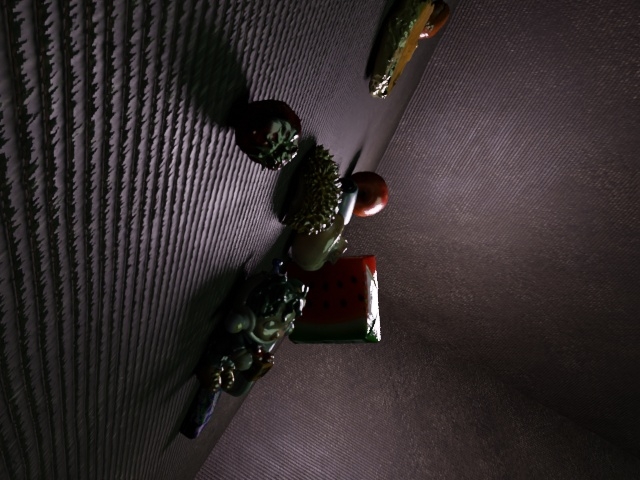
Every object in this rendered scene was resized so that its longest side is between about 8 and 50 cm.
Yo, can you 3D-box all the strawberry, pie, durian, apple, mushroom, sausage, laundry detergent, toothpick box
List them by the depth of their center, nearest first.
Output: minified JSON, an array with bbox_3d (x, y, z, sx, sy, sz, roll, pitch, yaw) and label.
[{"bbox_3d":[-0.078,-0.158,0.629,0.106,0.106,0.106,-60,174,-11],"label":"strawberry"},{"bbox_3d":[-0.004,-0.130,1.168,0.183,0.138,0.250,-42,156,-46],"label":"durian"},{"bbox_3d":[0.235,-0.578,1.291,0.340,0.083,0.339,-62,173,-14],"label":"pie"},{"bbox_3d":[0.000,0.000,1.539,0.255,0.184,0.255,-47,177,-3],"label":"mushroom"},{"bbox_3d":[0.406,-0.810,1.597,0.330,0.102,0.102,-54,171,-46],"label":"sausage"},{"bbox_3d":[-0.214,0.348,1.597,0.398,0.124,0.264,-55,174,-51],"label":"laundry detergent"},{"bbox_3d":[0.083,-0.160,1.769,0.120,0.120,0.184,-55,168,-43],"label":"toothpick box"},{"bbox_3d":[0.211,-0.223,2.077,0.218,0.218,0.201,-62,175,8],"label":"apple"}]

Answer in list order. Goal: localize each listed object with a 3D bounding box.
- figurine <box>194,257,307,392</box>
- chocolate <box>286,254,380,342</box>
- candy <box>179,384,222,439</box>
[{"bbox_3d":[-0.178,0.238,1.160,0.382,0.186,0.261,-56,164,7],"label":"figurine"},{"bbox_3d":[0.035,0.229,1.694,0.161,0.360,0.342,27,60,-72],"label":"chocolate"},{"bbox_3d":[-0.351,0.487,1.386,0.312,0.061,0.088,-63,172,17],"label":"candy"}]
